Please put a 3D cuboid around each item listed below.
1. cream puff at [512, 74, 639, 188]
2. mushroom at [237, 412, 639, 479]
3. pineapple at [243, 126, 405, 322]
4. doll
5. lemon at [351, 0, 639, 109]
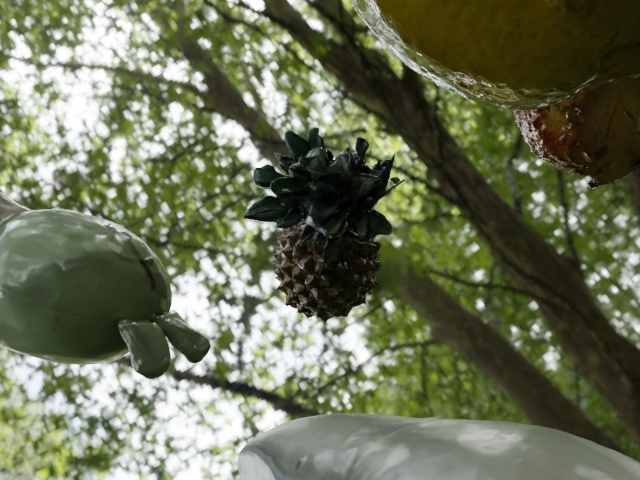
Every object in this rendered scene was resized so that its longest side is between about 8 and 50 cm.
[{"bbox_3d":[0.400,-0.261,1.498,0.350,0.228,0.350,-20,-48,-24],"label":"cream puff"},{"bbox_3d":[0.076,0.156,0.421,0.126,0.177,0.397,-3,-8,-22],"label":"mushroom"},{"bbox_3d":[0.000,-0.001,0.776,0.103,0.083,0.221,6,-25,1],"label":"pineapple"},{"bbox_3d":[-0.203,0.017,0.720,0.155,0.275,0.113,-6,-74,-65],"label":"doll"},{"bbox_3d":[0.116,-0.198,0.690,0.204,0.260,0.204,-49,0,0],"label":"lemon"}]
